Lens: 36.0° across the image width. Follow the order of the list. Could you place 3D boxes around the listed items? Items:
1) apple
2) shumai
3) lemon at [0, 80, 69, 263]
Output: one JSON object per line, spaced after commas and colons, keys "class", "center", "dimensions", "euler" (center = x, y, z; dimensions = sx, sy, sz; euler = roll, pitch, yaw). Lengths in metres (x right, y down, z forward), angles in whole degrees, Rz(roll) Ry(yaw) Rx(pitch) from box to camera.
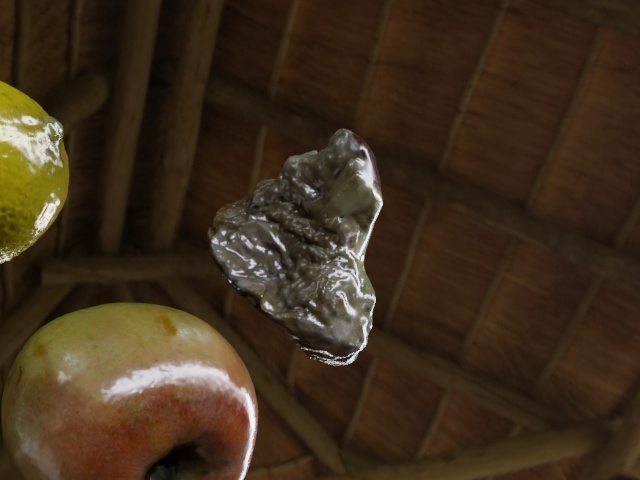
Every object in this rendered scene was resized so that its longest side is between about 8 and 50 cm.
{"class": "apple", "center": [-0.268, 0.248, 1.357], "dimensions": [0.339, 0.305, 0.338], "euler": [-16, -61, -32]}
{"class": "shumai", "center": [0.003, -0.002, 1.456], "dimensions": [0.283, 0.346, 0.217], "euler": [-48, -46, -1]}
{"class": "lemon", "center": [-0.466, -0.077, 1.256], "dimensions": [0.320, 0.245, 0.245], "euler": [-25, -38, 14]}
